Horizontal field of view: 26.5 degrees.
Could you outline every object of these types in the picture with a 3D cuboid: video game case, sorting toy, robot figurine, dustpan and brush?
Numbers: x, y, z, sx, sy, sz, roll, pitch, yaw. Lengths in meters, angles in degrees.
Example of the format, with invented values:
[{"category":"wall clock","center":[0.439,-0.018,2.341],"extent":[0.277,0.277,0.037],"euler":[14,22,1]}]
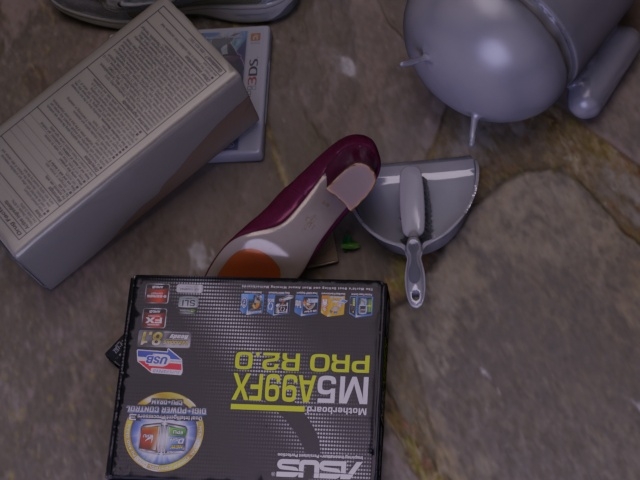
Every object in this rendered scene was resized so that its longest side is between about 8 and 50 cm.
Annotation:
[{"category":"video game case","center":[-0.161,-0.171,1.604],"extent":[0.201,0.023,0.183],"euler":[-2,61,9]},{"category":"sorting toy","center":[0.000,0.000,1.487],"extent":[0.083,0.012,0.062],"euler":[-12,60,3]},{"category":"robot figurine","center":[0.226,-0.272,1.491],"extent":[0.300,0.200,0.353],"euler":[41,72,-10]},{"category":"dustpan and brush","center":[0.100,-0.012,1.449],"extent":[0.147,0.060,0.211],"euler":[-5,60,7]}]

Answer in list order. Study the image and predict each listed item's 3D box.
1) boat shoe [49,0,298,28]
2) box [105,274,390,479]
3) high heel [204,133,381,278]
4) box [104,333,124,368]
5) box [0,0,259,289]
[{"category":"boat shoe","center":[-0.186,-0.329,1.649],"extent":[0.320,0.103,0.118],"euler":[5,62,12]},{"category":"box","center":[-0.068,0.146,1.373],"extent":[0.270,0.060,0.216],"euler":[2,68,8]},{"category":"high heel","center":[-0.034,-0.023,1.471],"extent":[0.082,0.117,0.244],"euler":[40,106,-13]},{"category":"box","center":[-0.178,0.113,1.451],"extent":[0.067,0.018,0.083],"euler":[34,72,24]},{"category":"box","center":[-0.236,-0.106,1.500],"extent":[0.311,0.121,0.148],"euler":[-39,69,-6]}]
